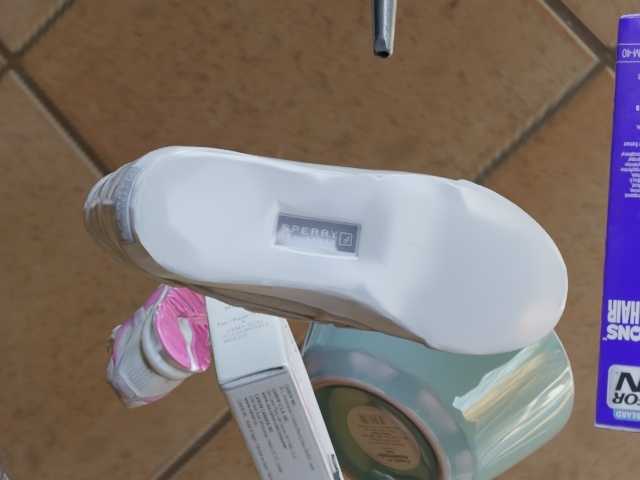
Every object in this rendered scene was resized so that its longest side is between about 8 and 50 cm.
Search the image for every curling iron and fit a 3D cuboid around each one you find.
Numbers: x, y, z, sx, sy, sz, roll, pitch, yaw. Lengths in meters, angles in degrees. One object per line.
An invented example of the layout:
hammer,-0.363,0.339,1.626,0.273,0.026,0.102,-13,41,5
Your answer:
curling iron,0.054,-0.285,1.527,0.068,0.035,0.274,-35,48,40

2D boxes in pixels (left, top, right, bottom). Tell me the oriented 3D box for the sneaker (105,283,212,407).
sneaker,-0.173,0.106,1.722,0.111,0.252,0.103,-36,93,13

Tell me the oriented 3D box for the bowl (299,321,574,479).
bowl,0.094,0.160,1.697,0.311,0.163,0.311,25,141,22

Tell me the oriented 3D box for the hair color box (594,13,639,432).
hair color box,0.310,-0.009,1.350,0.110,0.185,0.339,1,88,24

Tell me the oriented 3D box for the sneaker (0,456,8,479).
sneaker,-0.352,0.304,1.610,0.101,0.153,0.268,-16,49,-9

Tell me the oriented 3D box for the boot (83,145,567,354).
boot,0.000,0.000,0.878,0.258,0.123,0.095,15,86,-21

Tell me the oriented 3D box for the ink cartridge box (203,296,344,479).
ink cartridge box,-0.034,0.131,1.328,0.060,0.239,0.275,-17,127,2
